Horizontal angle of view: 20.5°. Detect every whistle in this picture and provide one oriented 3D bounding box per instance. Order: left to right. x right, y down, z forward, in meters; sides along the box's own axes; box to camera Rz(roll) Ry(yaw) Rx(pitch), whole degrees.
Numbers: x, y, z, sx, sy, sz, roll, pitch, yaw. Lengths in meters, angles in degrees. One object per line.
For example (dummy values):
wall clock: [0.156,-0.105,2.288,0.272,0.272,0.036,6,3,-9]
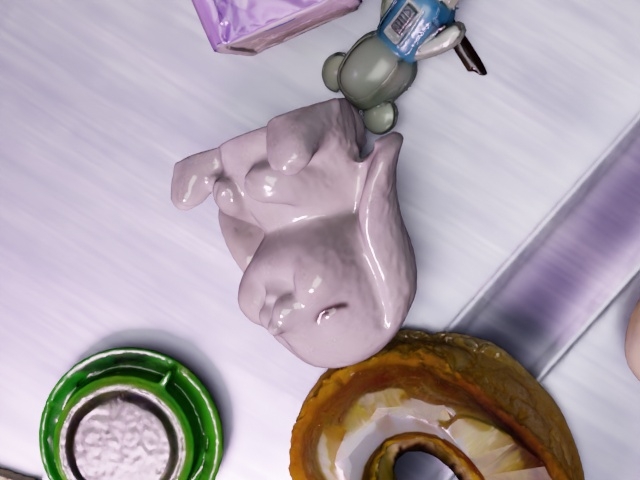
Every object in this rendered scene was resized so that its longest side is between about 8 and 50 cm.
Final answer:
whistle: [0.097,-0.225,1.873,0.114,0.077,0.235,48,113,24]

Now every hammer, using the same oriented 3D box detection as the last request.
hammer: [0.123,-0.249,1.909,0.065,0.021,0.178,-33,93,9]

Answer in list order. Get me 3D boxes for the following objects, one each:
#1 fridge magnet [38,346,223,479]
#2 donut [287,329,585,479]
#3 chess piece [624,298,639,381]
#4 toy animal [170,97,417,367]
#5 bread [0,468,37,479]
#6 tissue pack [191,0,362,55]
fridge magnet: [-0.211,0.221,1.952,0.208,0.088,0.208,1,95,7]
donut: [0.116,0.263,1.884,0.330,0.160,0.330,2,99,13]
chess piece: [0.465,0.138,1.847,0.300,0.167,0.167,20,97,11]
toy animal: [0.000,0.000,1.838,0.272,0.206,0.265,-22,90,46]
bread: [-0.371,0.335,2.012,0.068,0.028,0.153,17,98,5]
tissue pack: [-0.090,-0.371,1.810,0.160,0.242,0.338,-22,93,6]
